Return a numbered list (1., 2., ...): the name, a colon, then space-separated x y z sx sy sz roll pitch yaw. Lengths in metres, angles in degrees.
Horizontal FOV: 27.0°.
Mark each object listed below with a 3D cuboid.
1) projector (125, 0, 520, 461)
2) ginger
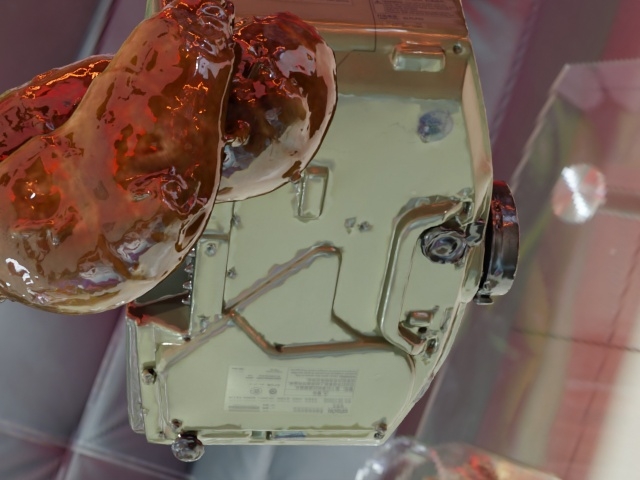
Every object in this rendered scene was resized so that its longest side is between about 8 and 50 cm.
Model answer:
1. projector: 0.000 0.000 0.673 0.088 0.193 0.269 -100 15 -50
2. ginger: -0.056 -0.036 0.434 0.162 0.073 0.103 -35 21 -26
